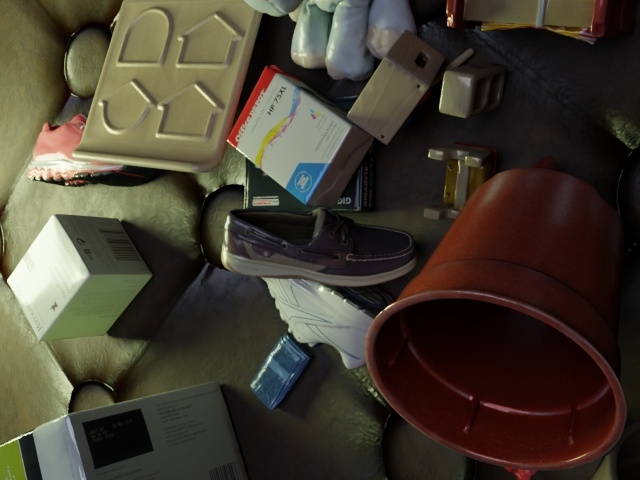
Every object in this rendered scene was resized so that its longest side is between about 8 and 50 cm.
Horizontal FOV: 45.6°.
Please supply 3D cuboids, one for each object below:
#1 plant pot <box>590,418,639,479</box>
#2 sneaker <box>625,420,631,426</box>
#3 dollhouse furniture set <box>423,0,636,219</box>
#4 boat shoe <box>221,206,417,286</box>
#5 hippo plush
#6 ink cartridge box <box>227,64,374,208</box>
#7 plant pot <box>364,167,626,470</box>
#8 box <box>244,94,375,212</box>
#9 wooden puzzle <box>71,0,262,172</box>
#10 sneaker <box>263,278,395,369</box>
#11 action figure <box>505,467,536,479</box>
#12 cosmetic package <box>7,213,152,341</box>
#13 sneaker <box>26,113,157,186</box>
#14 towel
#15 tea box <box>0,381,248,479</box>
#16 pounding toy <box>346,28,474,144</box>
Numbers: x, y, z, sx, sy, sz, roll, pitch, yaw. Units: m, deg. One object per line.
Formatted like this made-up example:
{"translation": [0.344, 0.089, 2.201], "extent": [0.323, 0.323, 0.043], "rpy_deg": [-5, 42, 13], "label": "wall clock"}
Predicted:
{"translation": [0.395, 0.398, 0.801], "extent": [0.323, 0.323, 0.280], "rpy_deg": [36, 123, 28], "label": "plant pot"}
{"translation": [0.336, 0.240, 0.961], "extent": [0.144, 0.059, 0.053], "rpy_deg": [17, 95, 31], "label": "sneaker"}
{"translation": [0.272, -0.200, 0.989], "extent": [0.201, 0.152, 0.374], "rpy_deg": [16, 114, 31], "label": "dollhouse furniture set"}
{"translation": [0.000, 0.000, 1.086], "extent": [0.285, 0.103, 0.092], "rpy_deg": [3, 126, 0], "label": "boat shoe"}
{"translation": [0.019, -0.369, 1.075], "extent": [0.294, 0.236, 0.234], "rpy_deg": [-37, 70, 26], "label": "hippo plush"}
{"translation": [-0.047, -0.165, 1.142], "extent": [0.231, 0.078, 0.134], "rpy_deg": [39, 108, 28], "label": "ink cartridge box"}
{"translation": [0.225, 0.071, 0.874], "extent": [0.272, 0.265, 0.272], "rpy_deg": [17, 136, 17], "label": "plant pot"}
{"translation": [-0.018, -0.131, 1.200], "extent": [0.220, 0.051, 0.175], "rpy_deg": [1, 89, 32], "label": "box"}
{"translation": [-0.248, -0.277, 1.311], "extent": [0.322, 0.080, 0.348], "rpy_deg": [9, 76, 31], "label": "wooden puzzle"}
{"translation": [-0.026, 0.090, 1.171], "extent": [0.297, 0.111, 0.129], "rpy_deg": [33, 115, 31], "label": "sneaker"}
{"translation": [0.222, 0.340, 1.009], "extent": [0.280, 0.091, 0.139], "rpy_deg": [-18, 88, 31], "label": "action figure"}
{"translation": [-0.444, 0.069, 1.403], "extent": [0.184, 0.151, 0.151], "rpy_deg": [-48, 64, 22], "label": "cosmetic package"}
{"translation": [-0.436, -0.174, 1.430], "extent": [0.313, 0.116, 0.136], "rpy_deg": [3, 87, 31], "label": "sneaker"}
{"translation": [-0.066, 0.212, 1.234], "extent": [0.067, 0.029, 0.119], "rpy_deg": [42, 110, 27], "label": "towel"}
{"translation": [-0.351, 0.397, 1.232], "extent": [0.323, 0.329, 0.220], "rpy_deg": [-26, 75, 30], "label": "tea box"}
{"translation": [0.128, -0.221, 1.068], "extent": [0.100, 0.141, 0.130], "rpy_deg": [34, 130, -2], "label": "pounding toy"}
